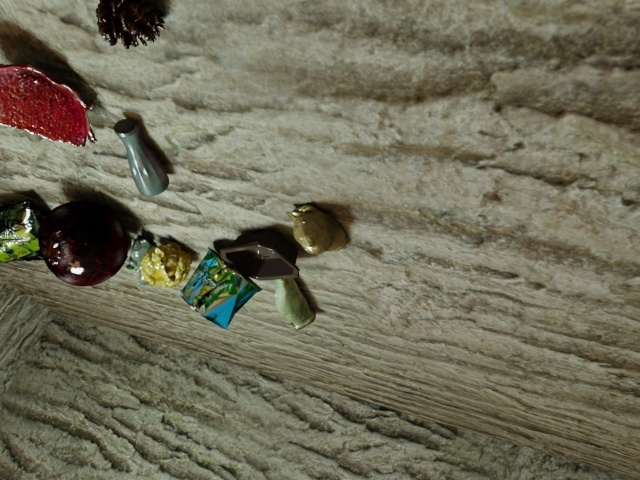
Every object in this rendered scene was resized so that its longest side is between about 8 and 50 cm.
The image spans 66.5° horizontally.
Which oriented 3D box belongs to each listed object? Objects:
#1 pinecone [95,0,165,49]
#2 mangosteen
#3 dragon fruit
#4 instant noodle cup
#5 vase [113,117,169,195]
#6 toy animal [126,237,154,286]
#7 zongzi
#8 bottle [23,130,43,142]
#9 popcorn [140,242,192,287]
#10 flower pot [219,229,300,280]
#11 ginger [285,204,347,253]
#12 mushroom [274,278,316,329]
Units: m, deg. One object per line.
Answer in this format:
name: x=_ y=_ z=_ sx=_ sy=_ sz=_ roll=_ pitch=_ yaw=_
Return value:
pinecone: x=-0.326 y=-0.382 z=0.839 sx=0.110 sy=0.102 sz=0.102 roll=-7 pitch=159 yaw=-19
mangosteen: x=-0.785 y=0.006 z=1.654 sx=0.297 sy=0.293 sz=0.296 roll=18 pitch=115 yaw=42
dragon fruit: x=-0.641 y=-0.336 z=1.118 sx=0.274 sy=0.126 sz=0.161 roll=15 pitch=124 yaw=-33
instant noodle cup: x=-0.337 y=0.160 z=1.619 sx=0.240 sy=0.178 sz=0.240 roll=38 pitch=175 yaw=4
vase: x=-0.457 y=-0.211 z=1.240 sx=0.086 sy=0.086 sz=0.214 roll=14 pitch=147 yaw=13
toy animal: x=-0.658 y=0.053 z=1.829 sx=0.126 sy=0.127 sz=0.251 roll=28 pitch=140 yaw=15
zongzi: x=-1.136 y=-0.002 z=1.934 sx=0.384 sy=0.318 sz=0.362 roll=-14 pitch=137 yaw=21
bottle: x=-0.789 y=-0.309 z=1.328 sx=0.045 sy=0.045 sz=0.096 roll=23 pitch=154 yaw=-3
popcorn: x=-0.550 y=0.086 z=1.746 sx=0.180 sy=0.179 sz=0.170 roll=35 pitch=170 yaw=-23
flower pot: x=-0.172 y=0.038 z=1.473 sx=0.251 sy=0.084 sz=0.179 roll=-9 pitch=139 yaw=42
ginger: x=0.002 y=0.000 z=1.261 sx=0.115 sy=0.122 sz=0.193 roll=-25 pitch=137 yaw=28
mushroom: x=-0.105 y=0.215 z=1.725 sx=0.087 sy=0.107 sz=0.333 roll=54 pitch=174 yaw=37
